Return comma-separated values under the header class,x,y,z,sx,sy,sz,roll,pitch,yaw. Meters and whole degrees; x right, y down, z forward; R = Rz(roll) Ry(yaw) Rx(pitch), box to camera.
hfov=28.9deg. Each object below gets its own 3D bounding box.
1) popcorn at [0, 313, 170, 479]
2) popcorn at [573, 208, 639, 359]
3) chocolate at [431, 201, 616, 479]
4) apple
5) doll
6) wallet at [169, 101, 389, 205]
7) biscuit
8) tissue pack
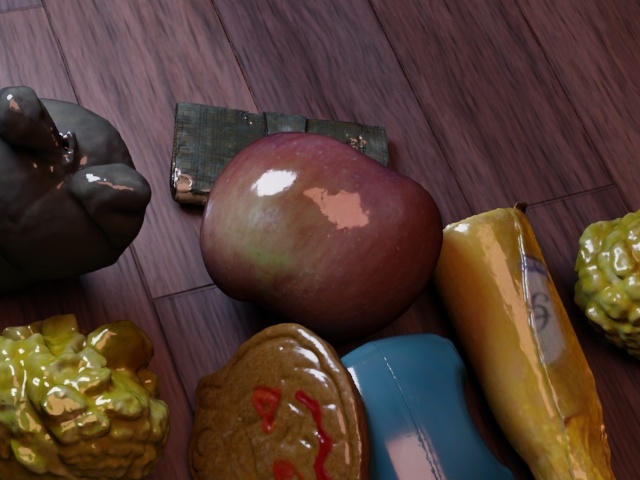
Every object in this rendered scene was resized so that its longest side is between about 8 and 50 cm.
class,x,y,z,sx,sy,sz,roll,pitch,yaw
popcorn,-0.300,0.184,1.445,0.237,0.206,0.251,-17,48,-5
popcorn,0.496,0.068,1.745,0.286,0.174,0.225,-3,77,-28
chocolate,0.286,0.169,1.640,0.162,0.162,0.445,-13,68,-21
apple,0.000,0.000,1.582,0.306,0.306,0.235,27,82,1
doll,-0.358,0.007,1.438,0.252,0.382,0.378,29,64,-15
wallet,-0.053,-0.108,1.761,0.317,0.044,0.169,7,59,-12
biscuit,-0.054,0.242,1.459,0.049,0.257,0.273,19,49,-51
tissue pack,0.097,0.268,1.499,0.206,0.198,0.287,-14,66,-20
